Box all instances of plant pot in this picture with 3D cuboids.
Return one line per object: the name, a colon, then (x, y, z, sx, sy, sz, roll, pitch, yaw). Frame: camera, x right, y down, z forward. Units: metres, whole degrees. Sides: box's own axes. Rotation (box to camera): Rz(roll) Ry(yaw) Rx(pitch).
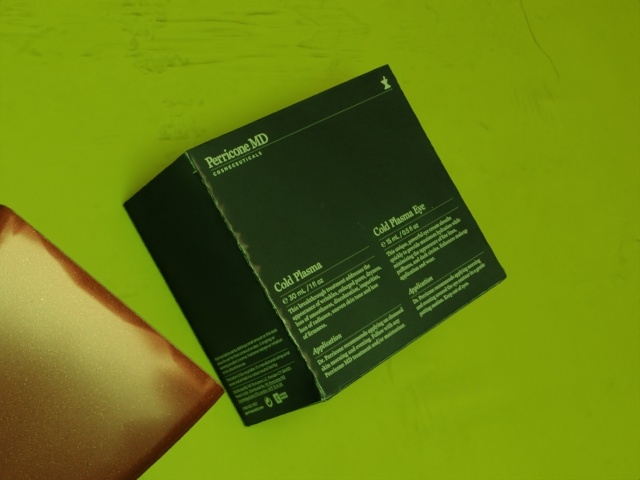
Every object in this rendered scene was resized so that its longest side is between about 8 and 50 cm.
plant pot: (-0.299, 0.158, 1.071, 0.267, 0.267, 0.235, 43, 66, -13)

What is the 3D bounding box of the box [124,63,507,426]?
box: (0.000, 0.000, 1.369, 0.343, 0.179, 0.312, -28, 90, -38)
